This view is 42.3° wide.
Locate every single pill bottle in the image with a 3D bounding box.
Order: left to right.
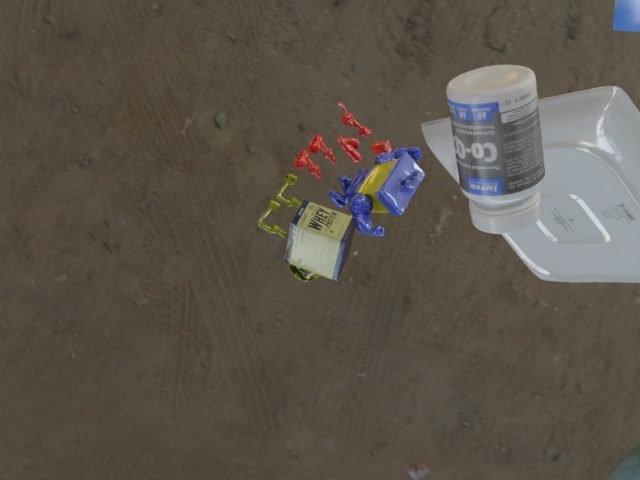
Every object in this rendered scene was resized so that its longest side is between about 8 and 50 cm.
[{"bbox_3d":[0.160,-0.081,0.744,0.078,0.078,0.137,-23,117,-18],"label":"pill bottle"}]

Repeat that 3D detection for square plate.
[{"bbox_3d":[0.336,-0.046,1.118,0.347,0.344,0.049,45,67,-24],"label":"square plate"}]

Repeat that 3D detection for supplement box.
[{"bbox_3d":[0.000,0.000,1.195,0.056,0.083,0.083,-62,168,-45],"label":"supplement box"}]

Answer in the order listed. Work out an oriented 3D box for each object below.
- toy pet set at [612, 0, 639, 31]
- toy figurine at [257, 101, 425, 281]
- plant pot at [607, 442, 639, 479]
[{"bbox_3d":[0.207,-0.191,0.612,0.122,0.114,0.065,-35,131,-62],"label":"toy pet set"},{"bbox_3d":[0.081,-0.100,1.526,0.191,0.217,0.363,54,54,-29],"label":"toy figurine"},{"bbox_3d":[0.317,0.147,0.426,0.247,0.247,0.252,-34,150,5],"label":"plant pot"}]
